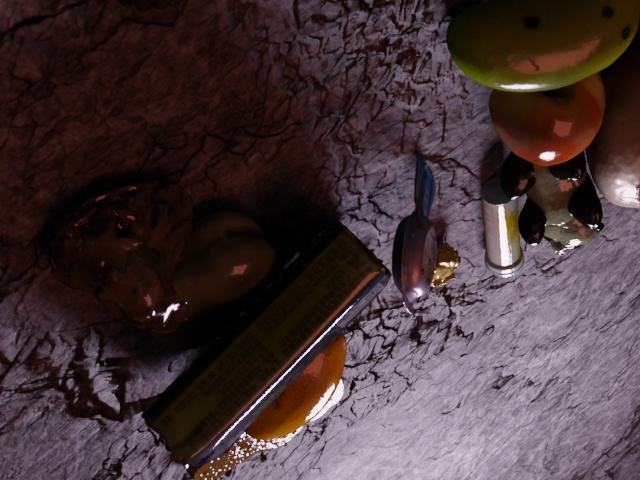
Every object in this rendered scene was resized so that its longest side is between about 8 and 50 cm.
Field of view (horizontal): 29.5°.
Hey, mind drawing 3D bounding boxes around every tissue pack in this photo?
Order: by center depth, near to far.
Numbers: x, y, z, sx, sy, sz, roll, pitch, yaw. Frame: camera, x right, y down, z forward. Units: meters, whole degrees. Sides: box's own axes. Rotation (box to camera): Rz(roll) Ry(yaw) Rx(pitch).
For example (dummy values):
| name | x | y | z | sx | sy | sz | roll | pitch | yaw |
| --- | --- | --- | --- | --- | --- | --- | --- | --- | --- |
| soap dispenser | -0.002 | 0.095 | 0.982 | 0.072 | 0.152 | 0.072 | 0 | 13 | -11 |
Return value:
| name | x | y | z | sx | sy | sz | roll | pitch | yaw |
| --- | --- | --- | --- | --- | --- | --- | --- | --- | --- |
| tissue pack | -0.067 | 0.149 | 1.802 | 0.394 | 0.124 | 0.288 | -45 | 174 | 2 |

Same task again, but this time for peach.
| name | x | y | z | sx | sy | sz | roll | pitch | yaw |
| --- | --- | --- | --- | --- | --- | --- | --- | --- | --- |
| peach | 0.352 | -0.203 | 1.876 | 0.184 | 0.184 | 0.184 | -26 | 145 | -20 |

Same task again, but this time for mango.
| name | x | y | z | sx | sy | sz | roll | pitch | yaw |
| --- | --- | --- | --- | --- | --- | --- | --- | --- | --- |
| mango | 0.323 | -0.303 | 1.738 | 0.293 | 0.175 | 0.143 | -19 | 176 | -13 |
| mango | -0.053 | 0.232 | 2.022 | 0.154 | 0.126 | 0.252 | 20 | 110 | -36 |

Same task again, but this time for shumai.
| name | x | y | z | sx | sy | sz | roll | pitch | yaw |
| --- | --- | --- | --- | --- | --- | --- | --- | --- | --- |
| shumai | -0.230 | 0.028 | 1.565 | 0.206 | 0.175 | 0.166 | -23 | 144 | -29 |

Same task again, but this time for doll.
| name | x | y | z | sx | sy | sz | roll | pitch | yaw |
| --- | --- | --- | --- | --- | --- | --- | --- | --- | --- |
| doll | 0.395 | -0.082 | 2.030 | 0.144 | 0.135 | 0.234 | -13 | 114 | 26 |

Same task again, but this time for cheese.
| name | x | y | z | sx | sy | sz | roll | pitch | yaw |
| --- | --- | --- | --- | --- | --- | --- | --- | --- | --- |
| cheese | 0.152 | -0.006 | 1.904 | 0.135 | 0.052 | 0.244 | 56 | 41 | -61 |

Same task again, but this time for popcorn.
| name | x | y | z | sx | sy | sz | roll | pitch | yaw |
| --- | --- | --- | --- | --- | --- | --- | --- | --- | --- |
| popcorn | 0.209 | 0.042 | 2.131 | 0.083 | 0.057 | 0.082 | -19 | 135 | -24 |

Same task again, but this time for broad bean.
| name | x | y | z | sx | sy | sz | roll | pitch | yaw |
| --- | --- | --- | --- | --- | --- | --- | --- | --- | --- |
| broad bean | -0.157 | 0.060 | 1.756 | 0.189 | 0.121 | 0.263 | -12 | 153 | -42 |

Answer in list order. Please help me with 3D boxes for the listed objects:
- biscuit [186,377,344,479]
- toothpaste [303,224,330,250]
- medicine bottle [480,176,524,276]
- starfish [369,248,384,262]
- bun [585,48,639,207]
| name | x | y | z | sx | sy | sz | roll | pitch | yaw |
| --- | --- | --- | --- | --- | --- | --- | --- | --- | --- |
| biscuit | -0.101 | 0.324 | 2.172 | 0.320 | 0.047 | 0.183 | -40 | 144 | 1 |
| toothpaste | 0.000 | 0.000 | 1.907 | 0.083 | 0.019 | 0.027 | -41 | 175 | 3 |
| medicine bottle | 0.321 | -0.024 | 2.154 | 0.074 | 0.074 | 0.218 | -32 | 145 | -11 |
| starfish | 0.033 | 0.074 | 2.008 | 0.130 | 0.041 | 0.133 | 1 | 129 | -44 |
| bun | 0.538 | -0.208 | 2.054 | 0.299 | 0.165 | 0.298 | -41 | 150 | -31 |
